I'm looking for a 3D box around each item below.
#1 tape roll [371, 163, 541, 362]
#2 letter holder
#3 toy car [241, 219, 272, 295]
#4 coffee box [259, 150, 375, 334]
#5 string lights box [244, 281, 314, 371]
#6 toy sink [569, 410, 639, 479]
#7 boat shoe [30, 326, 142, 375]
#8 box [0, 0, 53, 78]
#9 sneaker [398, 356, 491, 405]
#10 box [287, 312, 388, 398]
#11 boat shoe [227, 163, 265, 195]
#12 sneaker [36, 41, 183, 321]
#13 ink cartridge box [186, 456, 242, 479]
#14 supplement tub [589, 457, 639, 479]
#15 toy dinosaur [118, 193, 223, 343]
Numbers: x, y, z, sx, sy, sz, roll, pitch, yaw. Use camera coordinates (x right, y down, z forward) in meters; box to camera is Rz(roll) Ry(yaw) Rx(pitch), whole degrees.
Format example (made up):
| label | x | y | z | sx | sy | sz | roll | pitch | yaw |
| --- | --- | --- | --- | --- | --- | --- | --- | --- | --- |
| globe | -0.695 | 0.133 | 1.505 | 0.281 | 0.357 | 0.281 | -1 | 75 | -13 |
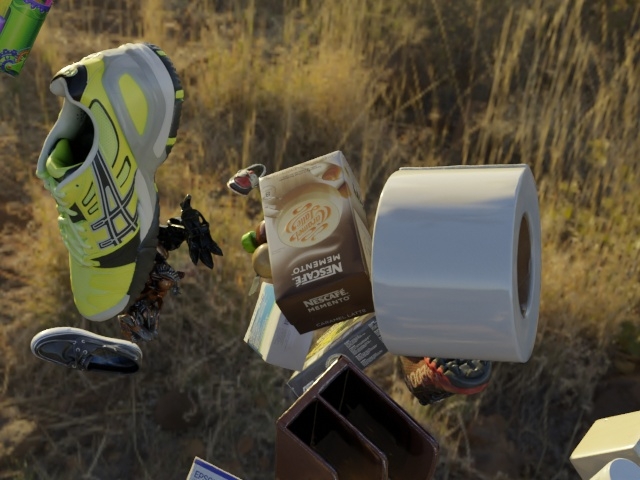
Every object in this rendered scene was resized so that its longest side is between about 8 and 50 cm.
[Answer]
| label | x | y | z | sx | sy | sz | roll | pitch | yaw |
| --- | --- | --- | --- | --- | --- | --- | --- | --- | --- |
| tape roll | 0.179 | 0.030 | 1.161 | 0.169 | 0.246 | 0.246 | 0 | 32 | 21 |
| letter holder | 0.054 | 0.356 | 1.464 | 0.214 | 0.301 | 0.152 | 40 | 66 | 17 |
| toy car | -0.104 | 0.053 | 2.133 | 0.155 | 0.149 | 0.188 | -24 | 33 | 30 |
| coffee box | 0.000 | 0.000 | 1.371 | 0.141 | 0.098 | 0.246 | -20 | 49 | 10 |
| string lights box | -0.079 | 0.164 | 1.804 | 0.077 | 0.133 | 0.260 | 18 | -1 | -13 |
| toy sink | 0.600 | 0.440 | 1.667 | 0.131 | 0.153 | 0.234 | -37 | 93 | -38 |
| boat shoe | -0.475 | 0.239 | 1.878 | 0.229 | 0.080 | 0.076 | 16 | 17 | -25 |
| box | -0.404 | -0.363 | 0.930 | 0.290 | 0.279 | 0.177 | 25 | 2 | -39 |
| sneaker | 0.199 | 0.208 | 1.459 | 0.098 | 0.135 | 0.276 | -13 | 11 | -15 |
| box | 0.125 | 0.203 | 2.158 | 0.097 | 0.395 | 0.318 | 49 | 19 | -4 |
| boat shoe | -0.146 | -0.124 | 1.839 | 0.049 | 0.043 | 0.137 | 40 | 21 | 4 |
| sneaker | -0.287 | -0.064 | 1.145 | 0.147 | 0.384 | 0.145 | -15 | 38 | -41 |
| ink cartridge box | -0.136 | 0.462 | 1.069 | 0.176 | 0.370 | 0.069 | 16 | -6 | 34 |
| supplement tub | 0.428 | 0.378 | 1.356 | 0.071 | 0.107 | 0.071 | 13 | 46 | -14 |
| toy dinosaur | -0.298 | 0.004 | 1.492 | 0.164 | 0.321 | 0.218 | -28 | 11 | -34 |
